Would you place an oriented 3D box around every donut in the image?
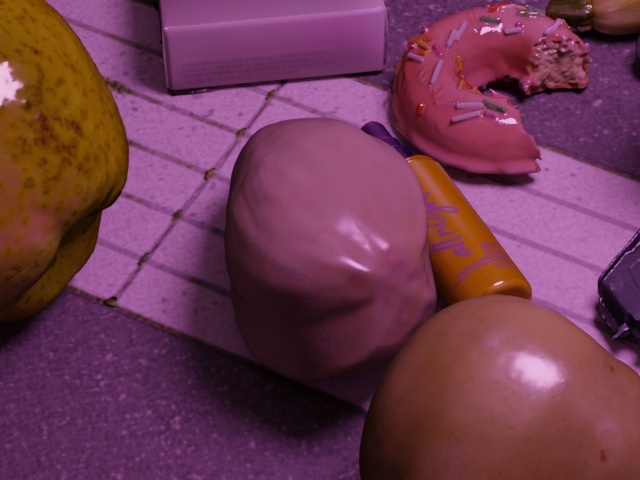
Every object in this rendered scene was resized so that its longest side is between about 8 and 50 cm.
[{"bbox_3d":[0.176,-0.174,1.960,0.199,0.085,0.233,17,50,17],"label":"donut"}]

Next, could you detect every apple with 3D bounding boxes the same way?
[{"bbox_3d":[0.161,0.182,1.551,0.262,0.262,0.262,-1,49,1],"label":"apple"}]

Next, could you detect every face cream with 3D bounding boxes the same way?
[{"bbox_3d":[0.113,-0.024,1.834,0.078,0.078,0.273,-21,52,-16],"label":"face cream"}]

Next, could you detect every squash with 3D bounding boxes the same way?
[{"bbox_3d":[0.385,-0.283,2.034,0.287,0.137,0.137,-23,53,-11],"label":"squash"}]

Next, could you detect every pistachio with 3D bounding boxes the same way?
[{"bbox_3d":[0.000,0.000,1.748,0.226,0.208,0.332,-44,40,19],"label":"pistachio"}]

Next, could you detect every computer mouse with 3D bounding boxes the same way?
[{"bbox_3d":[0.367,0.031,1.791,0.126,0.071,0.231,24,61,36],"label":"computer mouse"}]

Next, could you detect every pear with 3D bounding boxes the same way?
[{"bbox_3d":[-0.366,-0.085,1.714,0.391,0.391,0.391,-1,49,1],"label":"pear"}]

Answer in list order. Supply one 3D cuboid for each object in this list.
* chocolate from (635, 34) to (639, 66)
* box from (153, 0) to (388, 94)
[{"bbox_3d":[0.428,-0.207,1.991,0.167,0.072,0.072,2,49,2],"label":"chocolate"},{"bbox_3d":[-0.062,-0.278,2.043,0.252,0.106,0.203,-5,48,-5],"label":"box"}]
